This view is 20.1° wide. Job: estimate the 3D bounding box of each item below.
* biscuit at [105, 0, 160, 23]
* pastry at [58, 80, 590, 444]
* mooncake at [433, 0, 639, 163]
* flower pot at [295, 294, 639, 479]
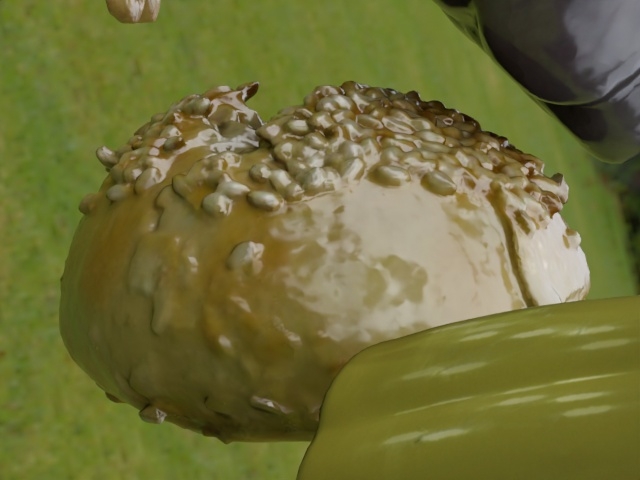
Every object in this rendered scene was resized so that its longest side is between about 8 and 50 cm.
[{"bbox_3d":[-0.128,-0.208,1.123,0.184,0.027,0.133,68,18,-63],"label":"biscuit"},{"bbox_3d":[0.000,0.000,1.055,0.284,0.315,0.184,-30,119,-62],"label":"pastry"},{"bbox_3d":[0.138,-0.164,1.068,0.245,0.133,0.245,44,7,-7],"label":"mooncake"},{"bbox_3d":[0.116,0.108,0.740,0.195,0.179,0.195,21,56,-36],"label":"flower pot"}]
